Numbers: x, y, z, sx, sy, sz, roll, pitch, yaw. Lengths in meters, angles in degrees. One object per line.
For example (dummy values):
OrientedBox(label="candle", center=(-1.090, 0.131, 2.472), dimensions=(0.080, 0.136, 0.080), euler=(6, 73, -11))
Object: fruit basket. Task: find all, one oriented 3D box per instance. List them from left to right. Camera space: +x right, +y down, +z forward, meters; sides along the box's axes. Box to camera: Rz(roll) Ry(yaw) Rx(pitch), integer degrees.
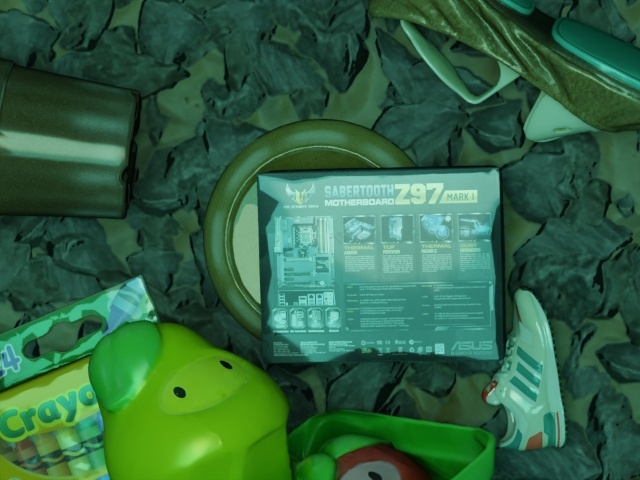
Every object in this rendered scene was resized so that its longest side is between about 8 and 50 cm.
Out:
OrientedBox(label="fruit basket", center=(-0.054, 0.234, 1.535), dimensions=(0.283, 0.392, 0.392), euler=(2, 96, 48))

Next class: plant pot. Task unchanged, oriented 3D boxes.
OrientedBox(label="plant pot", center=(-0.259, -0.092, 1.644), dimensions=(0.165, 0.167, 0.167), euler=(6, 95, -4))
OrientedBox(label="plant pot", center=(0.000, 0.000, 1.685), dimensions=(0.236, 0.032, 0.236), euler=(0, 95, 5))

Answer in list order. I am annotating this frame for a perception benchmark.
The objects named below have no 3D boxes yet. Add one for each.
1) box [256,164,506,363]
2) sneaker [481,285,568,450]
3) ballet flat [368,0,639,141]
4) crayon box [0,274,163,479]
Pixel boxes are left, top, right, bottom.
OrientedBox(label="box", center=(0.058, 0.022, 1.634), dimensions=(0.232, 0.059, 0.183), euler=(-2, 94, 6))
OrientedBox(label="sneaker", center=(0.190, 0.127, 1.664), dimensions=(0.075, 0.057, 0.161), euler=(-10, 96, 0))
OrientedBox(label="ballet flat", center=(0.190, -0.170, 1.626), dimensions=(0.342, 0.116, 0.124), euler=(31, 116, 3))
OrientedBox(label="crayon box", center=(-0.208, 0.222, 1.693), dimensions=(0.203, 0.083, 0.323), euler=(-23, 91, 6))
